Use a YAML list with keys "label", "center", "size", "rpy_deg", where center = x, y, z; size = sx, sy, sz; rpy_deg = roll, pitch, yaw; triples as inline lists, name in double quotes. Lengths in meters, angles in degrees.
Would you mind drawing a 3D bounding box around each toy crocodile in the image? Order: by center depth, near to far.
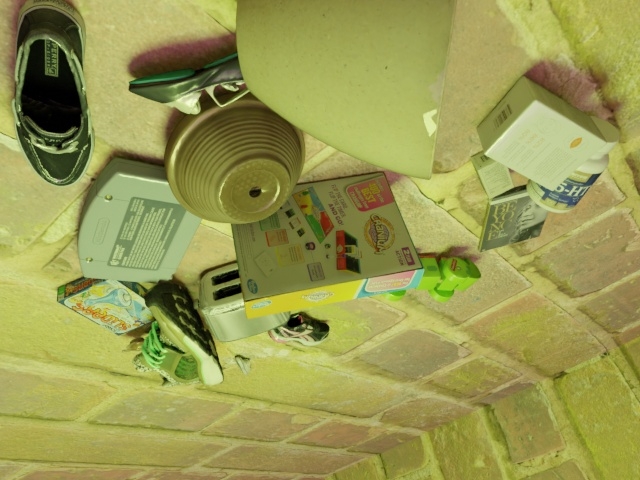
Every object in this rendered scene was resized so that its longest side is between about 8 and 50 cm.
- label: "toy crocodile"
  center: [0.253, 0.082, 1.304]
  size: [0.341, 0.105, 0.115]
  rpy_deg: [3, 140, -18]

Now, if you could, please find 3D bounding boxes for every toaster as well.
- label: "toaster"
  center: [-0.165, 0.131, 1.172]
  size: [0.227, 0.129, 0.146]
  rpy_deg: [-16, 142, 2]

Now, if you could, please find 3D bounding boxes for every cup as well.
- label: "cup"
  center: [0.038, -0.251, 0.630]
  size: [0.237, 0.330, 0.331]
  rpy_deg: [8, 145, 11]

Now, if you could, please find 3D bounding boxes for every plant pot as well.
- label: "plant pot"
  center: [-0.121, -0.107, 0.841]
  size: [0.238, 0.109, 0.237]
  rpy_deg: [-18, 136, -18]

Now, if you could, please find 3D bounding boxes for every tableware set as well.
- label: "tableware set"
  center: [-0.398, 0.237, 1.287]
  size: [0.169, 0.020, 0.141]
  rpy_deg: [-35, 156, 22]

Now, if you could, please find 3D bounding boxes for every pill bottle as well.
- label: "pill bottle"
  center: [0.517, -0.156, 1.067]
  size: [0.112, 0.111, 0.186]
  rpy_deg: [-5, 142, -16]

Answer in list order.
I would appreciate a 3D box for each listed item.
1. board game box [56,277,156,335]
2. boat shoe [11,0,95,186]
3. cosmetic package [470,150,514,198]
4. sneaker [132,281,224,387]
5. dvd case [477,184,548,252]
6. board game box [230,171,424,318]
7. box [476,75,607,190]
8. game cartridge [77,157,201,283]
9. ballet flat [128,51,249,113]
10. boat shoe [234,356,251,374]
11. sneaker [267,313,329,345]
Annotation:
- label: "board game box"
  center: [-0.451, 0.137, 1.146]
  size: [0.136, 0.035, 0.201]
  rpy_deg: [-22, 144, 9]
- label: "boat shoe"
  center: [-0.365, -0.168, 0.716]
  size: [0.108, 0.102, 0.301]
  rpy_deg: [4, 139, -25]
- label: "cosmetic package"
  center: [0.358, -0.141, 1.084]
  size: [0.060, 0.041, 0.115]
  rpy_deg: [-27, 143, 13]
- label: "sneaker"
  center: [-0.345, 0.251, 1.188]
  size: [0.182, 0.158, 0.410]
  rpy_deg: [-21, 144, -10]
- label: "dvd case"
  center: [0.475, -0.056, 1.263]
  size: [0.165, 0.018, 0.221]
  rpy_deg: [-15, 144, -2]
- label: "board game box"
  center: [0.000, 0.000, 0.965]
  size: [0.317, 0.242, 0.064]
  rpy_deg: [-9, 145, -9]
- label: "box"
  center: [0.399, -0.192, 0.953]
  size: [0.171, 0.091, 0.130]
  rpy_deg: [23, 131, -19]
- label: "game cartridge"
  center: [-0.335, -0.027, 0.961]
  size: [0.198, 0.062, 0.297]
  rpy_deg: [12, 136, -28]
- label: "ballet flat"
  center: [-0.167, -0.220, 0.744]
  size: [0.203, 0.074, 0.074]
  rpy_deg: [-17, 144, -3]
- label: "boat shoe"
  center: [-0.225, 0.366, 1.546]
  size: [0.035, 0.035, 0.100]
  rpy_deg: [-37, 144, -18]
- label: "sneaker"
  center: [-0.048, 0.236, 1.410]
  size: [0.178, 0.072, 0.077]
  rpy_deg: [3, 130, -33]
